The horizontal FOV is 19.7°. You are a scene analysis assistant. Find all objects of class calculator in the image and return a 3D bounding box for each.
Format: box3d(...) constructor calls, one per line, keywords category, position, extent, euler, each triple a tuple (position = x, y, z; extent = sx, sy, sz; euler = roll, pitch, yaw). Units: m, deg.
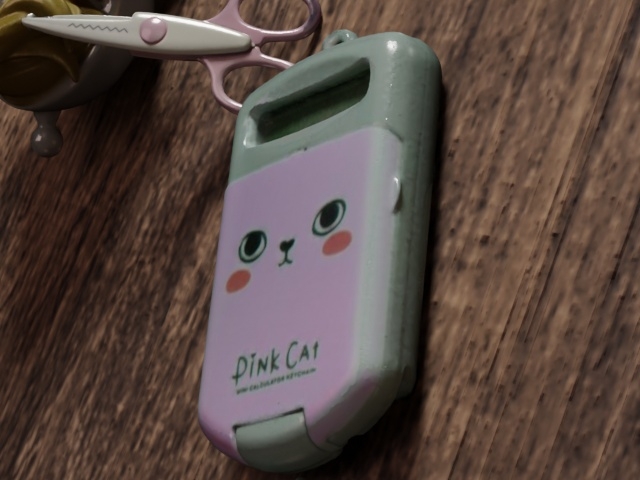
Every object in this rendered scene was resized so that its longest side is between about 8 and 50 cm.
box3d(category="calculator", position=(0.000, 0.000, 0.948), extent=(0.141, 0.045, 0.246), euler=(-18, 57, 46))

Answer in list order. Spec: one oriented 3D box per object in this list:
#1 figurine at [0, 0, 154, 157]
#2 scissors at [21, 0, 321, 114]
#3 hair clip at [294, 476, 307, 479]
box3d(category="figurine", position=(-0.153, -0.203, 1.195), extent=(0.193, 0.133, 0.274), euler=(-14, 50, 34))
box3d(category="scissors", position=(-0.089, -0.118, 1.065), extent=(0.176, 0.022, 0.085), euler=(8, 76, 13))
box3d(category="hair clip", position=(-0.006, 0.156, 0.876), extent=(0.030, 0.039, 0.115), euler=(-60, 38, 18))
